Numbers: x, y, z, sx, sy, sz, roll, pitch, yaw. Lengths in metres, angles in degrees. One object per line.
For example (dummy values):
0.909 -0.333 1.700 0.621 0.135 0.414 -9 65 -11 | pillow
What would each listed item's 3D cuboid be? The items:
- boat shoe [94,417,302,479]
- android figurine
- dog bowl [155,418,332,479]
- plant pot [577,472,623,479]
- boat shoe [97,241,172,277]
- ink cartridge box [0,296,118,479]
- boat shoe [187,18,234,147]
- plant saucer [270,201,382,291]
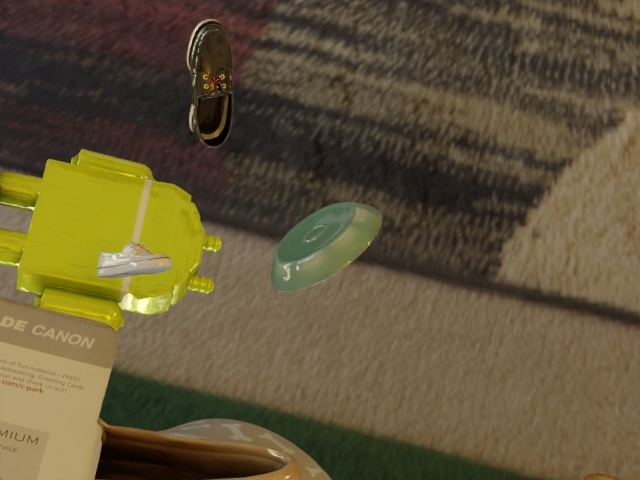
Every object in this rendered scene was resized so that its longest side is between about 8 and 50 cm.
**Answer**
-0.178 0.148 1.031 0.341 0.122 0.110 10 110 6 | boat shoe
-0.251 -0.001 1.836 0.272 0.248 0.056 11 142 -8 | android figurine
-0.104 0.354 1.740 0.348 0.102 0.349 10 112 25 | dog bowl
0.250 0.369 1.593 0.237 0.237 0.254 30 112 0 | plant pot
-0.194 0.018 1.651 0.100 0.035 0.035 -8 79 41 | boat shoe
-0.283 0.146 0.834 0.309 0.272 0.130 16 138 -6 | ink cartridge box
-0.108 -0.158 1.607 0.049 0.042 0.133 -8 120 -22 | boat shoe
0.000 0.000 1.440 0.119 0.119 0.021 -28 114 16 | plant saucer
